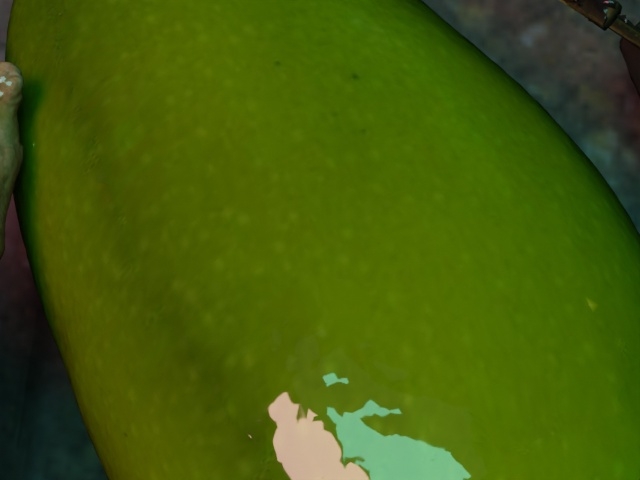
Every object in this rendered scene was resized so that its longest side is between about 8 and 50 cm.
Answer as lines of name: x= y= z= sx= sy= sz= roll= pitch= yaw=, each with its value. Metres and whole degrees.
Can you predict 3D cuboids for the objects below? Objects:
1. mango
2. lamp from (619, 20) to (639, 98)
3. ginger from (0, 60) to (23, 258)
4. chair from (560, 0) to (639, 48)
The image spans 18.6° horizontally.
mango: x=0.000 y=0.000 z=0.647 sx=0.192 sy=0.156 sz=0.343 roll=-11 pitch=60 yaw=-29
lamp: x=0.212 y=-0.008 z=0.679 sx=0.250 sy=0.101 sz=0.101 roll=38 pitch=77 yaw=14
ginger: x=-0.134 y=0.064 z=0.587 sx=0.089 sy=0.075 sz=0.288 roll=-4 pitch=71 yaw=29
chair: x=0.044 y=-0.184 z=0.682 sx=0.325 sy=0.160 sz=0.170 roll=35 pitch=99 yaw=33
